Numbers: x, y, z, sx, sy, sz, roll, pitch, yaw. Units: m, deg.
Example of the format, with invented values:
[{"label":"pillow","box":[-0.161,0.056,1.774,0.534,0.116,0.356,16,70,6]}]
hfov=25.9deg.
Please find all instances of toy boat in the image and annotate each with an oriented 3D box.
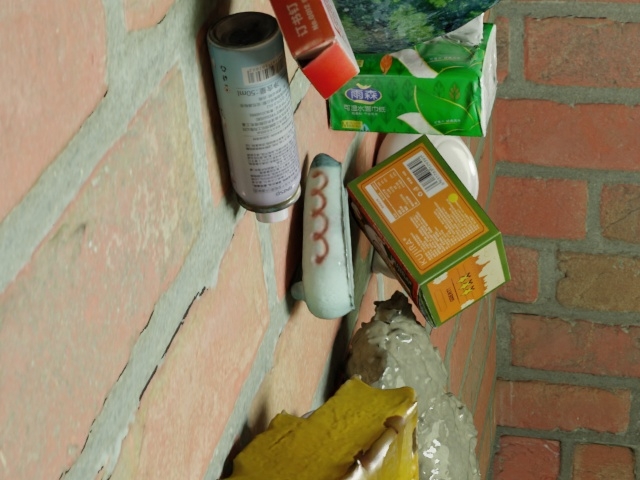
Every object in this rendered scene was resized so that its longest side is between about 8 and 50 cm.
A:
[{"label":"toy boat","box":[0.000,0.000,1.734,0.134,0.079,0.207,82,5,-67]}]

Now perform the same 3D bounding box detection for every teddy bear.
[{"label":"teddy bear","box":[0.103,0.261,2.034,0.357,0.224,0.367,-45,123,-68]}]

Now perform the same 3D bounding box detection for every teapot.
[{"label":"teapot","box":[0.156,-0.082,2.206,0.204,0.139,0.298,36,58,-42]}]

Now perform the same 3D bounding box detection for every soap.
[{"label":"soap","box":[0.012,0.325,1.578,0.259,0.143,0.281,-37,134,-41]}]

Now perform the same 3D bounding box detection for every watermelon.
[{"label":"watermelon","box":[0.063,-0.377,1.667,0.250,0.292,0.283,-48,132,0]}]

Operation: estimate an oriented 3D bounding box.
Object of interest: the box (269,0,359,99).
[{"label":"box","box":[-0.029,-0.257,1.342,0.123,0.050,0.229,31,38,-75]}]

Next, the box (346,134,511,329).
[{"label":"box","box":[0.153,-0.009,1.986,0.195,0.148,0.177,55,-4,26]}]

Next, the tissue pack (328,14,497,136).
[{"label":"tissue pack","box":[0.122,-0.239,1.839,0.148,0.209,0.156,-68,157,-52]}]

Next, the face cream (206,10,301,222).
[{"label":"face cream","box":[-0.062,-0.113,1.394,0.075,0.075,0.229,-71,160,-48]}]

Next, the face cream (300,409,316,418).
[{"label":"face cream","box":[0.014,0.275,1.740,0.117,0.117,0.104,-55,154,-65]}]
